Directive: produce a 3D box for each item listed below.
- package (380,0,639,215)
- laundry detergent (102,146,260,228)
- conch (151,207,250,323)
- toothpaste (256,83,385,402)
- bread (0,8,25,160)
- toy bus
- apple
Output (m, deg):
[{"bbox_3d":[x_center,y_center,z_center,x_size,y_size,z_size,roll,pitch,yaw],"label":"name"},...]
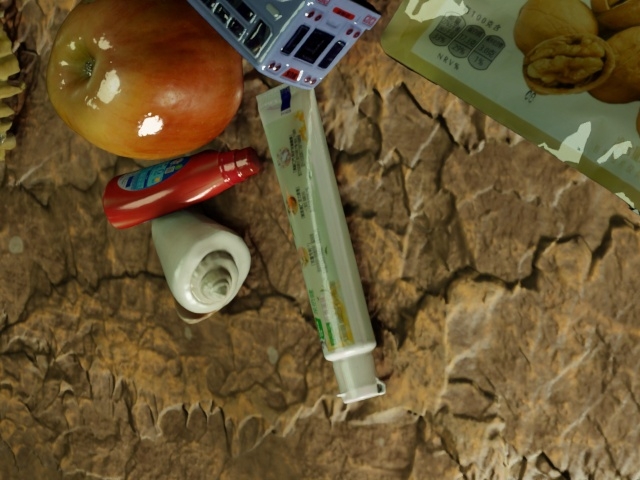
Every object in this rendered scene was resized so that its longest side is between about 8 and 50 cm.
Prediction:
[{"bbox_3d":[0.239,-0.148,1.555,0.311,0.165,0.221,34,91,31],"label":"package"},{"bbox_3d":[-0.135,-0.061,2.006,0.165,0.097,0.049,-16,113,21],"label":"laundry detergent"},{"bbox_3d":[-0.136,0.019,2.020,0.176,0.094,0.104,27,157,43],"label":"conch"},{"bbox_3d":[0.000,0.000,1.907,0.056,0.058,0.314,76,180,-84],"label":"toothpaste"},{"bbox_3d":[-0.455,-0.197,2.256,0.274,0.149,0.274,11,108,37],"label":"bread"},{"bbox_3d":[-0.084,-0.274,1.850,0.133,0.125,0.292,-51,62,14],"label":"toy bus"},{"bbox_3d":[-0.175,-0.169,1.951,0.199,0.199,0.199,12,108,43],"label":"apple"}]
